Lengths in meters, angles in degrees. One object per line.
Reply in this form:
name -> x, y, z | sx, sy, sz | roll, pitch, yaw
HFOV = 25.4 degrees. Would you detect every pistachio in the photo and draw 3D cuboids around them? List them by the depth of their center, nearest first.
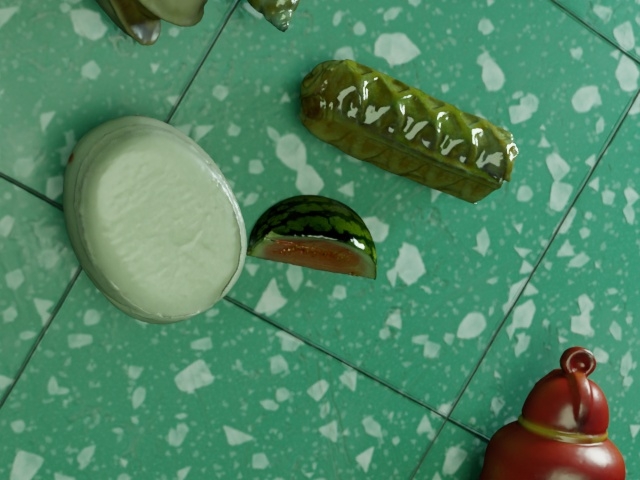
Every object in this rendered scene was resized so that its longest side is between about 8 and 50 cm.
pistachio -> -0.199, -0.299, 1.455 | 0.130, 0.131, 0.206 | -19, 115, 30

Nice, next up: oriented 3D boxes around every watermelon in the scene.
watermelon -> 0.005, -0.003, 1.625 | 0.163, 0.069, 0.086 | 10, 97, -20

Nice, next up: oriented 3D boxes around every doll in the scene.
doll -> 0.283, 0.305, 1.745 | 0.183, 0.160, 0.363 | 7, 99, -14

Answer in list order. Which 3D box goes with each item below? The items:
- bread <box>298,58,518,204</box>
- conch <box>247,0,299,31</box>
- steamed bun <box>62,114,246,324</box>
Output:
bread -> 0.096, -0.126, 1.622 | 0.269, 0.098, 0.087 | 22, 55, -23
conch -> -0.051, -0.327, 1.519 | 0.173, 0.106, 0.116 | -55, 133, -17
steamed bun -> -0.185, -0.025, 1.518 | 0.177, 0.131, 0.228 | -34, 110, -12
